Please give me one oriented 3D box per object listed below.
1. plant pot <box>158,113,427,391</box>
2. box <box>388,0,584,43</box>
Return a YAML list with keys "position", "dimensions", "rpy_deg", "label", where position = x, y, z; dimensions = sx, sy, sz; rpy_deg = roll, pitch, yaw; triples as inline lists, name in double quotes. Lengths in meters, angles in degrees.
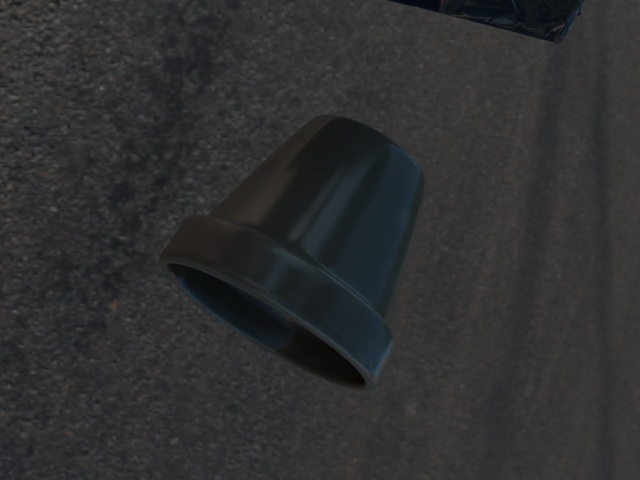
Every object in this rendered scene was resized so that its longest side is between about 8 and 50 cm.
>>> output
- position: [0.000, 0.000, 1.058]
  dimensions: [0.229, 0.263, 0.263]
  rpy_deg: [-58, 139, -16]
  label: "plant pot"
- position: [0.114, -0.512, 0.998]
  dimensions: [0.471, 0.480, 0.297]
  rpy_deg: [111, -9, -54]
  label: "box"
